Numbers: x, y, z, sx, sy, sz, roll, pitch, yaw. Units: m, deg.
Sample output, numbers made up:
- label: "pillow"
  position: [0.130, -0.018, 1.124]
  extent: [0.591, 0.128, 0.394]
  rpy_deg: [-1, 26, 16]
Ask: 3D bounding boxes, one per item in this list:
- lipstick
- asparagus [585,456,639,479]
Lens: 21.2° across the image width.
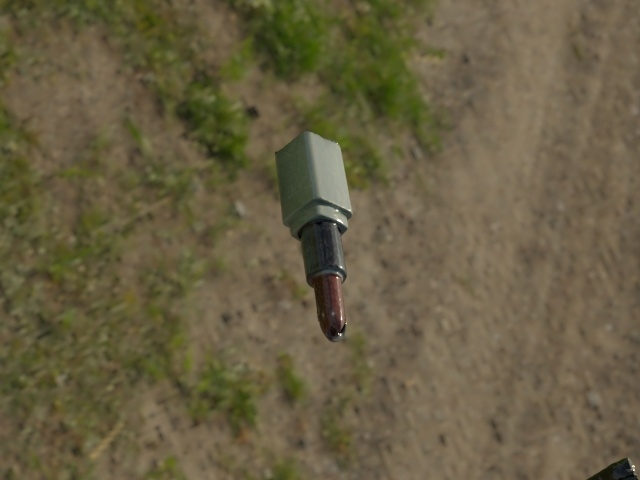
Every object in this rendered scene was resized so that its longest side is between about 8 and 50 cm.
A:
- label: "lipstick"
  position: [0.000, 0.000, 0.775]
  extent: [0.025, 0.025, 0.107]
  rpy_deg: [24, 43, -36]
- label: "asparagus"
  position: [0.086, 0.186, 0.996]
  extent: [0.023, 0.233, 0.022]
  rpy_deg: [33, 34, -45]
